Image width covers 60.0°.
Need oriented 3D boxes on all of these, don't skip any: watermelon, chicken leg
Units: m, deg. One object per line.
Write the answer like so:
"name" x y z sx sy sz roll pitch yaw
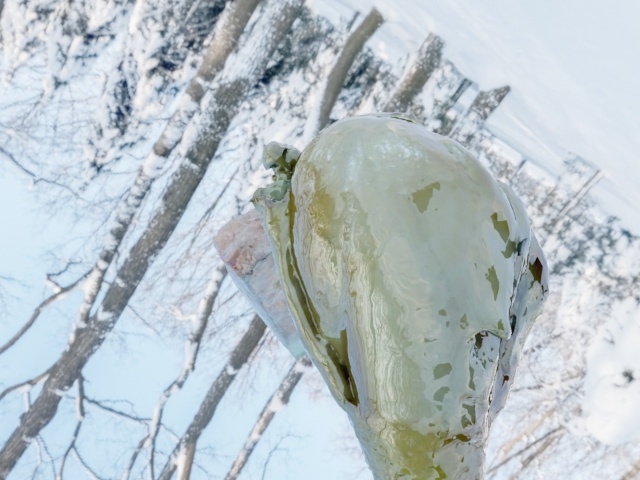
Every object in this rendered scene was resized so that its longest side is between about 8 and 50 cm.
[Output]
"watermelon" -0.007 -0.005 0.772 0.151 0.264 0.302 43 169 33
"chicken leg" 0.059 0.115 0.357 0.201 0.429 0.152 4 165 -22
